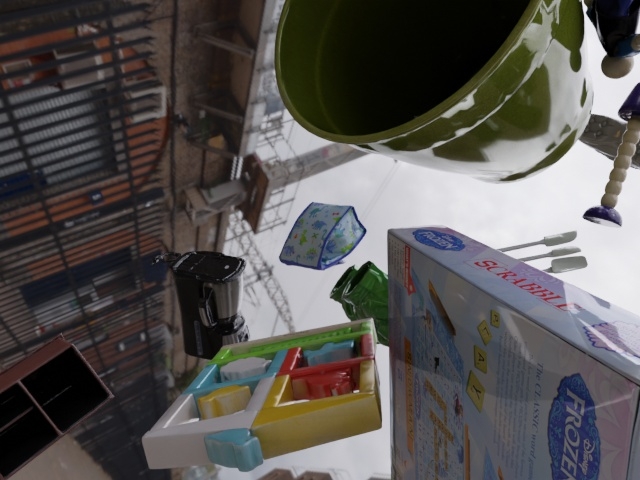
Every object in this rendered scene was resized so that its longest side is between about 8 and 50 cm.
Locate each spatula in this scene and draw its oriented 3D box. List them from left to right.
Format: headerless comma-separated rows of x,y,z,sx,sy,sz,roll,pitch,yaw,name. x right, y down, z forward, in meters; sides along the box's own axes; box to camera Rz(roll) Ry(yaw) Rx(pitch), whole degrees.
0.560,0.046,1.456,0.242,0.168,0.019,-13,-55,21,spatula

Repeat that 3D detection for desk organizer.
-0.213,0.124,0.373,0.050,0.130,0.047,9,-56,39,desk organizer

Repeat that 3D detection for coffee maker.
-0.213,0.116,1.029,0.171,0.120,0.178,22,-57,36,coffee maker

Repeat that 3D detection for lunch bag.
0.000,0.000,1.145,0.129,0.151,0.096,7,-43,47,lunch bag

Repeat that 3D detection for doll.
0.340,-0.261,0.629,0.189,0.046,0.129,61,11,-48,doll

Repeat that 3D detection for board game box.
0.141,0.174,0.444,0.318,0.066,0.318,-135,-140,-69,board game box

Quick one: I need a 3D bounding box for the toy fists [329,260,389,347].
0.097,0.114,0.922,0.142,0.096,0.279,36,-9,-2,toy fists

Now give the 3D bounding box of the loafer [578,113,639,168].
0.803,-0.241,1.407,0.112,0.112,0.319,-58,-140,13,loafer

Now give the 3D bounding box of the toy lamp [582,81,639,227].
0.574,-0.162,1.037,0.080,0.080,0.274,19,-88,57,toy lamp

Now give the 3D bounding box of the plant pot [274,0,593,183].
0.190,-0.240,0.742,0.367,0.353,0.366,-14,-113,37,plant pot

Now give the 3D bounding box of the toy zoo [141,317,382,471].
-0.039,0.140,0.529,0.293,0.193,0.030,-55,133,-83,toy zoo
